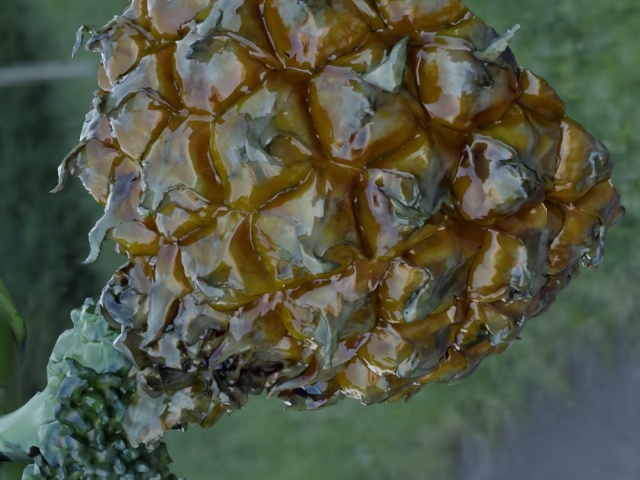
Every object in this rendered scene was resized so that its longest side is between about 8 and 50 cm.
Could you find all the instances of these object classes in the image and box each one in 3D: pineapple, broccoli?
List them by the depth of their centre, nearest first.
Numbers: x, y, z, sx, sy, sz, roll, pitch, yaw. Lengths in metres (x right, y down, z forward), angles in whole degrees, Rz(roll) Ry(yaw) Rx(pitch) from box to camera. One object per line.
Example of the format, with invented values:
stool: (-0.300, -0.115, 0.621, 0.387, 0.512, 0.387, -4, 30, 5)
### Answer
pineapple: (-0.002, 0.003, 0.958, 0.286, 0.344, 0.209, -56, 11, -9)
broccoli: (-0.241, 0.208, 1.210, 0.397, 0.353, 0.275, 20, 159, 50)
